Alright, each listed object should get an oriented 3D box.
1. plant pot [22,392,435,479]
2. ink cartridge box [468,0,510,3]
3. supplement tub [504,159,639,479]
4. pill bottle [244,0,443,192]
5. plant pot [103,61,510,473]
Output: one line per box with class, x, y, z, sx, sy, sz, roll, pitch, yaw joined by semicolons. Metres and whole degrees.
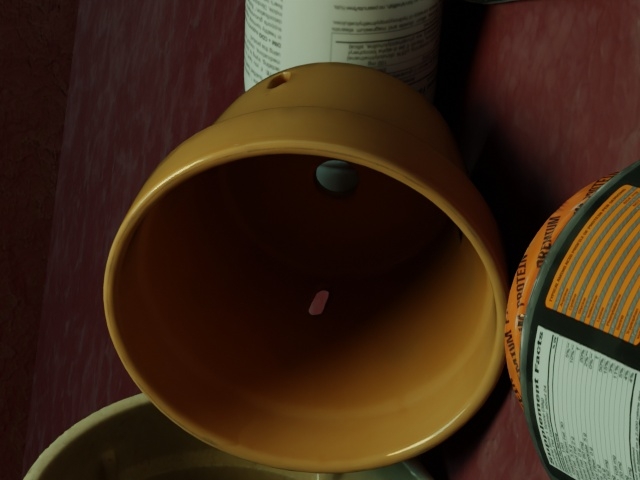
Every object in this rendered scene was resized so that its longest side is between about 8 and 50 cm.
plant pot;-0.076;0.333;1.438;0.334;0.333;0.305;-103;17;-49
ink cartridge box;0.159;-0.281;1.370;0.208;0.045;0.206;-163;82;-73
supplement tub;0.213;0.065;0.772;0.338;0.207;0.207;-151;71;-72
pill bottle;0.019;-0.177;1.511;0.160;0.160;0.283;-112;21;-58
plant pot;0.000;0.000;1.397;0.203;0.291;0.291;-79;8;-55
